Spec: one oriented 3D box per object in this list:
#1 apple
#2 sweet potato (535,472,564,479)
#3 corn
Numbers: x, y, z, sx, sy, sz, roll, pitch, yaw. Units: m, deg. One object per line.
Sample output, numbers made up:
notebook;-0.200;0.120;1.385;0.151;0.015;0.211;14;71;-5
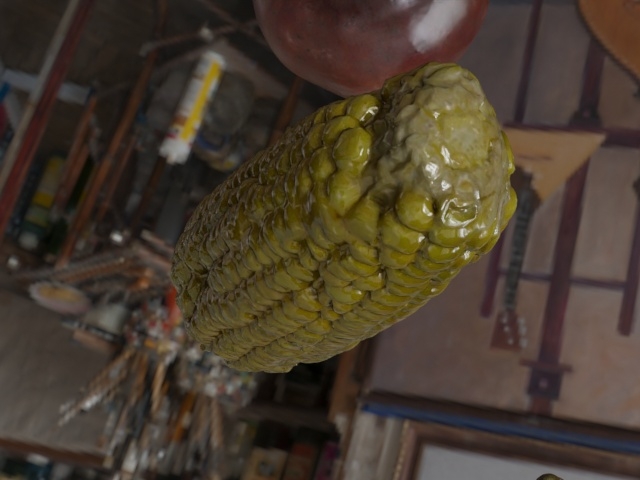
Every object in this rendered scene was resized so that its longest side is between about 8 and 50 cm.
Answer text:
apple;0.046;-0.228;1.067;0.234;0.234;0.234;14;153;7
sweet potato;0.245;0.307;1.209;0.074;0.075;0.269;8;143;19
corn;0.000;0.000;0.511;0.097;0.097;0.261;24;158;-13
